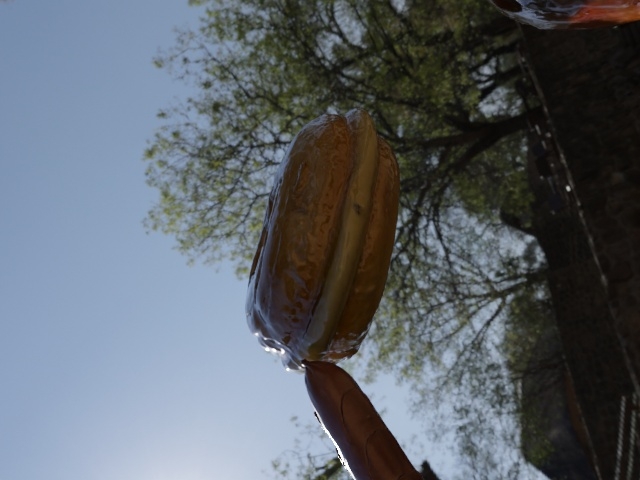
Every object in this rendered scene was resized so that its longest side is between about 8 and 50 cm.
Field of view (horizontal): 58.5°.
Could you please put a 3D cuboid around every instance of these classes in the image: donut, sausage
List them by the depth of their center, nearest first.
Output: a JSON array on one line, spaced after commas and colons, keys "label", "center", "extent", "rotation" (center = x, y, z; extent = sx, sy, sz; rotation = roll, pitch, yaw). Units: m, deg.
[{"label": "sausage", "center": [0.103, 0.335, 0.756], "extent": [0.433, 0.088, 0.088], "rotation": [55, -156, 9]}, {"label": "donut", "center": [0.000, 0.000, 0.951], "extent": [0.198, 0.448, 0.448], "rotation": [14, -134, -10]}]

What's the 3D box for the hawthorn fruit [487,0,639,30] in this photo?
[{"label": "hawthorn fruit", "center": [0.163, -0.203, 0.322], "extent": [0.173, 0.173, 0.172], "rotation": [43, -145, -41]}]
